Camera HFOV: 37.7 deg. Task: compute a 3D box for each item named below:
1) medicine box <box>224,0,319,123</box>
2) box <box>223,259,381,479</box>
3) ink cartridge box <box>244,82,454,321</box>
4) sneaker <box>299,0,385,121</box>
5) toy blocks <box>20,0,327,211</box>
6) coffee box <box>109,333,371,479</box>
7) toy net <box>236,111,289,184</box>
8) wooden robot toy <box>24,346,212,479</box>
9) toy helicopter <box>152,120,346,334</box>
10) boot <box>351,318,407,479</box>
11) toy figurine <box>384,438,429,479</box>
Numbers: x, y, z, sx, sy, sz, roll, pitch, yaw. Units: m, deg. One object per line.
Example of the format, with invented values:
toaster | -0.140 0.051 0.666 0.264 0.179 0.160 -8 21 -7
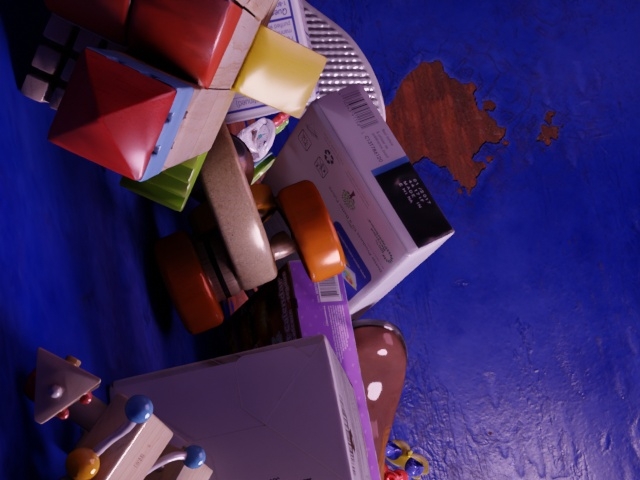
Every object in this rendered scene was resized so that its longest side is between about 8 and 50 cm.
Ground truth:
medicine box | -0.100 -0.294 1.123 0.263 0.149 0.290 -83 162 -80
box | -0.020 0.188 0.891 0.201 0.057 0.294 136 -52 -59
ink cartridge box | 0.000 0.000 0.944 0.165 0.065 0.333 59 -30 10
sneaker | -0.036 -0.262 1.378 0.366 0.135 0.150 54 -11 11
toy blocks | -0.063 -0.191 0.514 0.261 0.190 0.382 -83 -162 -81
coffee box | -0.043 0.148 0.671 0.246 0.141 0.098 72 6 -73
toy net | -0.075 -0.129 1.256 0.045 0.122 0.232 49 -2 -2
wooden robot toy | -0.113 0.112 0.449 0.079 0.076 0.173 -62 161 -20
toy helicopter | -0.105 -0.084 0.848 0.355 0.140 0.235 -126 -166 -72
boot | 0.037 0.251 0.919 0.280 0.096 0.264 -93 -161 -49
toy figurine | 0.023 0.358 1.258 0.362 0.217 0.191 35 5 19
